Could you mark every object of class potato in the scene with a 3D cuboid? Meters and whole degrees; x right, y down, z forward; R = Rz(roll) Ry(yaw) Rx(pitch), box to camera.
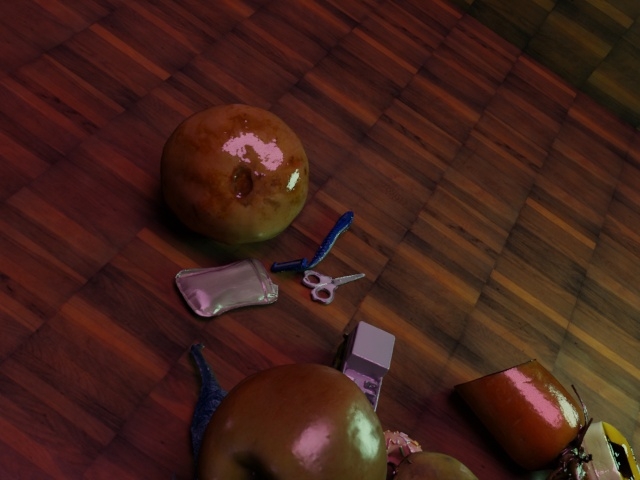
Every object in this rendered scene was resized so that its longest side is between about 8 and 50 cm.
[{"bbox_3d":[0.255,0.550,1.797,0.239,0.116,0.299,22,57,-24],"label":"potato"}]

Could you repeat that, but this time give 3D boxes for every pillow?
[{"bbox_3d":[-0.202,0.102,2.030,0.233,0.038,0.130,-13,62,-38],"label":"pillow"}]

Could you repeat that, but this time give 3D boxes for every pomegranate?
[{"bbox_3d":[-0.193,-0.149,2.089,0.338,0.338,0.338,17,44,-17],"label":"pomegranate"}]

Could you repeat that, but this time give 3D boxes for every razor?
[{"bbox_3d":[0.004,0.011,2.235,0.324,0.093,0.056,-40,114,-51],"label":"razor"}]

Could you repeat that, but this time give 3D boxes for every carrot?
[{"bbox_3d":[0.482,0.397,2.048,0.214,0.193,0.331,-36,74,0],"label":"carrot"}]

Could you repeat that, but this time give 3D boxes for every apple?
[{"bbox_3d":[-0.055,0.390,1.585,0.338,0.338,0.305,40,29,8],"label":"apple"}]

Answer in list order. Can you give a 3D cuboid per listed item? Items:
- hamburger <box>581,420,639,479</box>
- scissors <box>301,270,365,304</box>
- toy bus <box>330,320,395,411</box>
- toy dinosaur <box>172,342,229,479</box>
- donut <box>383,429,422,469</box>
[{"bbox_3d":[0.645,0.516,2.106,0.173,0.116,0.210,27,37,-33],"label":"hamburger"},{"bbox_3d":[0.040,0.099,2.197,0.189,0.015,0.100,-13,57,-40],"label":"scissors"},{"bbox_3d":[0.070,0.321,1.915,0.113,0.139,0.301,24,44,-7],"label":"toy bus"},{"bbox_3d":[-0.198,0.351,1.778,0.147,0.076,0.363,11,46,-9],"label":"toy dinosaur"},{"bbox_3d":[0.139,0.443,1.899,0.166,0.065,0.117,-14,61,-41],"label":"donut"}]
